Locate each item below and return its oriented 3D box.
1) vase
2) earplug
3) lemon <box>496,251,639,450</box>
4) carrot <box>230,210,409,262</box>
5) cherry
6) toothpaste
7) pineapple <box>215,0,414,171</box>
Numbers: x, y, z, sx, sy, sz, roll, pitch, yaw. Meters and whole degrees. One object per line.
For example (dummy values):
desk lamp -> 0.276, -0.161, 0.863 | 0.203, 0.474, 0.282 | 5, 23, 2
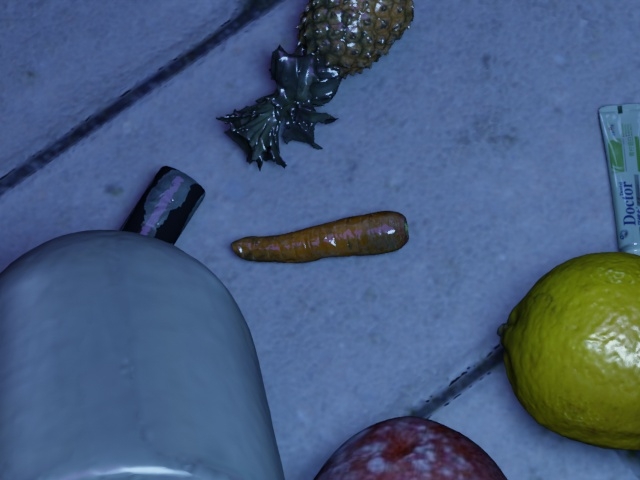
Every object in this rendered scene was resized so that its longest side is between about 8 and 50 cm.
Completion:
vase -> -0.201, 0.020, 1.760 | 0.060, 0.060, 0.211 | 27, 75, 17
earplug -> -0.199, 0.180, 1.544 | 0.313, 0.312, 0.394 | -17, 41, 2
lemon -> 0.284, 0.106, 1.583 | 0.231, 0.192, 0.192 | 13, 72, 14
carrot -> 0.000, 0.000, 1.750 | 0.191, 0.047, 0.047 | -8, 68, 10
cherry -> 0.080, 0.302, 1.530 | 0.236, 0.212, 0.285 | 4, 45, -6
toothpaste -> 0.324, -0.058, 1.729 | 0.048, 0.029, 0.197 | -4, 66, 7
pineapple -> -0.005, -0.186, 1.792 | 0.125, 0.125, 0.251 | 38, 84, 20
